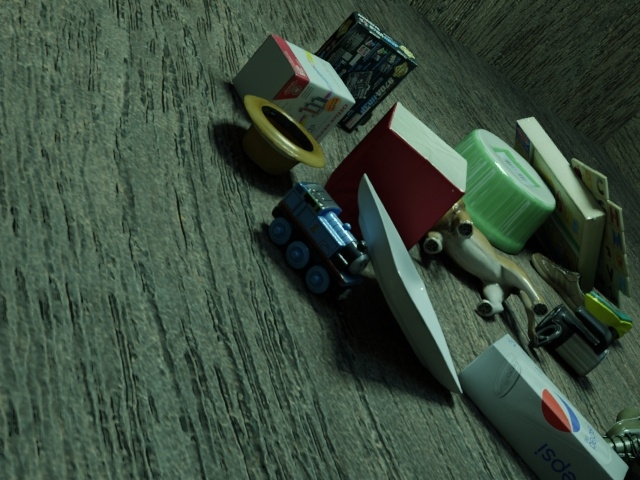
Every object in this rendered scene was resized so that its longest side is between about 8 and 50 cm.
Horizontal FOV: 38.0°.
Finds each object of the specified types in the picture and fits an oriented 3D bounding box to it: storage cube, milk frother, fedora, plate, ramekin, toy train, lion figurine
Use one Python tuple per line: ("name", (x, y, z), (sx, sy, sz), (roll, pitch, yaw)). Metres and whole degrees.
("storage cube", (0.137, -0.105, 1.688), (0.183, 0.193, 0.215), (40, 22, -7))
("milk frother", (0.497, 0.214, 1.870), (0.135, 0.129, 0.143), (46, 66, 7))
("fedora", (-0.078, -0.166, 1.592), (0.194, 0.079, 0.194), (37, 18, -14))
("plate", (0.129, 0.072, 1.457), (0.278, 0.045, 0.277), (-104, 167, -52))
("ramekin", (0.423, -0.128, 2.240), (0.303, 0.148, 0.303), (35, 25, -19))
("toy train", (0.000, 0.000, 1.399), (0.184, 0.105, 0.080), (52, 25, 20))
("lion figurine", (0.311, 0.023, 1.864), (0.392, 0.142, 0.240), (54, 14, -10))

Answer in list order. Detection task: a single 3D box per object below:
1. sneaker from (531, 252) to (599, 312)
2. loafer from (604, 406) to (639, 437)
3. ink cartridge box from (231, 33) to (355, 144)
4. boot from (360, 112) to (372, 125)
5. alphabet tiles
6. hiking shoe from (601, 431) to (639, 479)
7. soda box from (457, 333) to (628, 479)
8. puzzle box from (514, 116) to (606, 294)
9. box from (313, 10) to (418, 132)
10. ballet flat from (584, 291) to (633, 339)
("sneaker", (0.591, 0.090, 2.237), (0.188, 0.071, 0.066), (50, 24, 15))
("loafer", (0.582, 0.367, 1.750), (0.087, 0.094, 0.251), (44, 15, 34))
("ink cartridge box", (-0.050, -0.283, 1.772), (0.176, 0.128, 0.127), (15, 36, -47))
("boot", (0.050, -0.347, 2.120), (0.198, 0.077, 0.137), (45, 18, 2))
("alphabet tiles", (0.662, -0.017, 2.231), (0.285, 0.011, 0.343), (-117, -168, -67))
("hiking shoe", (0.501, 0.356, 1.584), (0.227, 0.114, 0.086), (31, 26, -27))
("soda box", (0.350, 0.291, 1.478), (0.286, 0.098, 0.091), (50, 24, 13))
("puzzle box", (0.590, -0.089, 2.350), (0.052, 0.272, 0.409), (-13, 43, -8))
("box", (0.067, -0.350, 1.957), (0.175, 0.220, 0.051), (28, 32, -30))
("ballet flat", (0.668, 0.187, 2.182), (0.231, 0.077, 0.077), (27, 12, -49))
